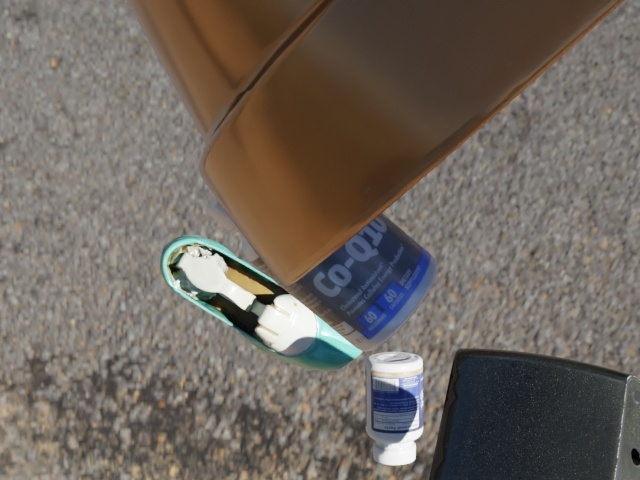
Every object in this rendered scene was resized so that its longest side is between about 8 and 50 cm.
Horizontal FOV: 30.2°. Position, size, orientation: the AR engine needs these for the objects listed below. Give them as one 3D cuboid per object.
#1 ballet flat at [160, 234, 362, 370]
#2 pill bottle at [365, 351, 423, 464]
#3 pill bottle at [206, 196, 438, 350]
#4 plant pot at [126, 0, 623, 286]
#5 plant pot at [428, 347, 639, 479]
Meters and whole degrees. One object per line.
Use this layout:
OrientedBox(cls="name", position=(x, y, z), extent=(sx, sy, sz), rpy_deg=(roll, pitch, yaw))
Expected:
OrientedBox(cls="ballet flat", position=(-0.072, 0.072, 1.276), extent=(0.247, 0.087, 0.083), rpy_deg=(29, 95, 11))
OrientedBox(cls="pill bottle", position=(0.085, 0.193, 1.360), extent=(0.067, 0.120, 0.067), rpy_deg=(-1, 9, 0))
OrientedBox(cls="pill bottle", position=(0.000, 0.000, 0.749), extent=(0.137, 0.078, 0.078), rpy_deg=(39, 53, -9))
OrientedBox(cls="plant pot", position=(0.026, -0.151, 0.476), extent=(0.203, 0.291, 0.291), rpy_deg=(47, 57, -1))
OrientedBox(cls="plant pot", position=(0.217, 0.200, 0.998), extent=(0.188, 0.167, 0.187), rpy_deg=(34, 57, -32))
